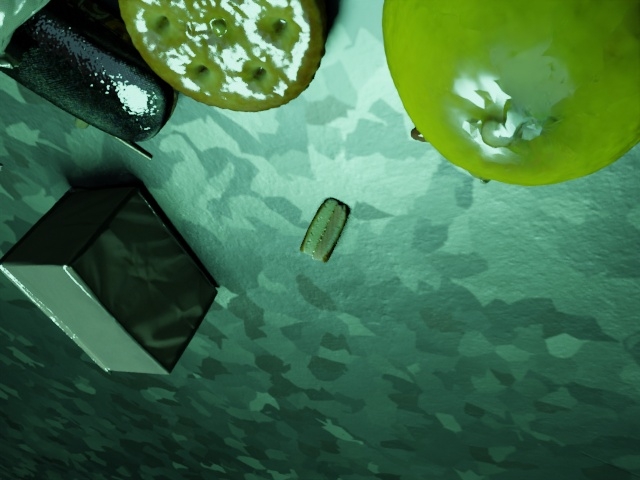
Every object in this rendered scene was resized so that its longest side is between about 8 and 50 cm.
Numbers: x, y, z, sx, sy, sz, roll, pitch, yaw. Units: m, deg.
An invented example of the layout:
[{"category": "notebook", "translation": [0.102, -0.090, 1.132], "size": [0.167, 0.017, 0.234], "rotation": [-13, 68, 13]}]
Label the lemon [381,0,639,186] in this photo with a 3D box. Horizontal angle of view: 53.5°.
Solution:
[{"category": "lemon", "translation": [0.158, -0.154, 0.471], "size": [0.240, 0.219, 0.240], "rotation": [15, 143, 12]}]

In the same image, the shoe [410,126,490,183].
[{"category": "shoe", "translation": [0.147, -0.109, 0.640], "size": [0.109, 0.072, 0.069], "rotation": [32, 101, -15]}]

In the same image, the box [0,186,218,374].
[{"category": "box", "translation": [-0.301, 0.061, 0.952], "size": [0.153, 0.188, 0.252], "rotation": [-6, 129, 31]}]

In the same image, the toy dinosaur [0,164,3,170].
[{"category": "toy dinosaur", "translation": [-0.598, -0.147, 0.983], "size": [0.209, 0.039, 0.082], "rotation": [14, 136, -4]}]

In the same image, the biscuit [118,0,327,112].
[{"category": "biscuit", "translation": [-0.095, -0.227, 0.635], "size": [0.220, 0.066, 0.220], "rotation": [11, 139, 10]}]

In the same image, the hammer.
[{"category": "hammer", "translation": [-0.276, -0.140, 0.853], "size": [0.110, 0.019, 0.035], "rotation": [35, 139, -15]}]

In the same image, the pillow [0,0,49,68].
[{"category": "pillow", "translation": [-0.307, -0.292, 0.605], "size": [0.255, 0.059, 0.169], "rotation": [-35, 103, 22]}]

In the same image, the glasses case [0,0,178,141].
[{"category": "glasses case", "translation": [-0.311, -0.230, 0.722], "size": [0.321, 0.082, 0.122], "rotation": [33, 136, -8]}]

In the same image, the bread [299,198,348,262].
[{"category": "bread", "translation": [0.000, 0.000, 0.834], "size": [0.043, 0.062, 0.109], "rotation": [25, 136, 1]}]
